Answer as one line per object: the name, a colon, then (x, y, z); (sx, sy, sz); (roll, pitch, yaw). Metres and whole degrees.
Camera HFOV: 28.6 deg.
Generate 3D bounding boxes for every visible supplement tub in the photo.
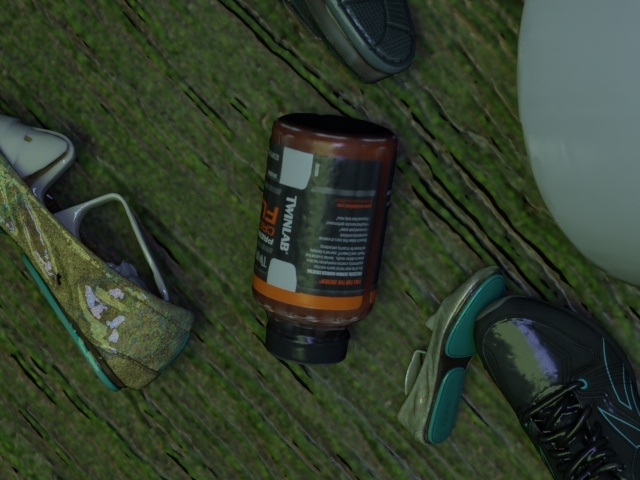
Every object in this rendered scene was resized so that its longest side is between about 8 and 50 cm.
supplement tub: (0.000, 0.000, 1.035); (0.106, 0.106, 0.198); (12, 104, 17)

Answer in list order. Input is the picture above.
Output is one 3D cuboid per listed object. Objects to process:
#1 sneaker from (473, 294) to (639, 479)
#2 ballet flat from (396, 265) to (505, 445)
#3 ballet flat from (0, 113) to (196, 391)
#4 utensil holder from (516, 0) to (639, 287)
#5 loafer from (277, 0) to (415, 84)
sneaker: (0.218, 0.154, 0.981); (0.101, 0.106, 0.267); (-42, 91, 22)
ballet flat: (0.101, 0.091, 1.048); (0.052, 0.057, 0.168); (32, 109, 41)
ballet flat: (-0.239, -0.026, 1.119); (0.123, 0.123, 0.348); (-42, 85, 21)
utensil holder: (0.352, -0.100, 0.703); (0.385, 0.327, 0.327); (8, 107, 55)
loafer: (-0.015, -0.238, 1.012); (0.084, 0.096, 0.267); (-33, 82, 41)
